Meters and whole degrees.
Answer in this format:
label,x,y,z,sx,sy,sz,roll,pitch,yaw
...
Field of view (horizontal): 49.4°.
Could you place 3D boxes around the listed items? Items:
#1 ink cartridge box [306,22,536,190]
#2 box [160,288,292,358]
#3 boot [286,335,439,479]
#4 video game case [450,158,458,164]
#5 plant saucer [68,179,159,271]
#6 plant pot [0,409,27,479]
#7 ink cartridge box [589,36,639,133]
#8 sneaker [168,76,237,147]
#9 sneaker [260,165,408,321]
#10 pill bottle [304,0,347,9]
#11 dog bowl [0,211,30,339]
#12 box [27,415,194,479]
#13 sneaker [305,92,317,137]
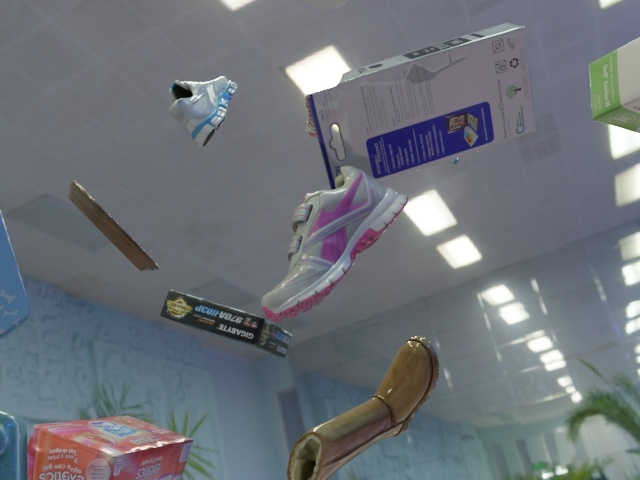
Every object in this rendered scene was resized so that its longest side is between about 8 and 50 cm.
label,x,y,z,sx,sy,sz,roll,pitch,yaw
ink cartridge box,0.147,-0.192,1.022,0.332,0.065,0.165,-18,-64,-8
box,-0.158,0.151,1.230,0.175,0.051,0.220,15,-11,14
boot,0.081,0.301,1.214,0.269,0.089,0.236,-13,-54,-45
video game case,0.214,-0.226,1.472,0.166,0.119,0.015,31,-70,-11
plant saucer,-0.478,-0.024,1.591,0.041,0.278,0.278,-45,-20,-12
plant pot,-0.324,0.236,0.488,0.247,0.248,0.252,13,-42,-39
ink cartridge box,0.658,-0.291,1.162,0.207,0.119,0.353,9,-15,-23
sneaker,-0.175,-0.210,1.010,0.083,0.191,0.071,36,-68,-18
sneaker,0.000,0.000,0.921,0.252,0.111,0.103,-47,-5,-24
pill bottle,0.020,-0.497,1.161,0.121,0.216,0.121,8,-26,4
dog bowl,-0.339,-0.015,0.633,0.074,0.166,0.297,-26,-35,-28
box,-0.337,0.377,1.104,0.142,0.154,0.300,15,-7,14
sneaker,-0.004,-0.238,1.359,0.051,0.070,0.134,24,2,15
